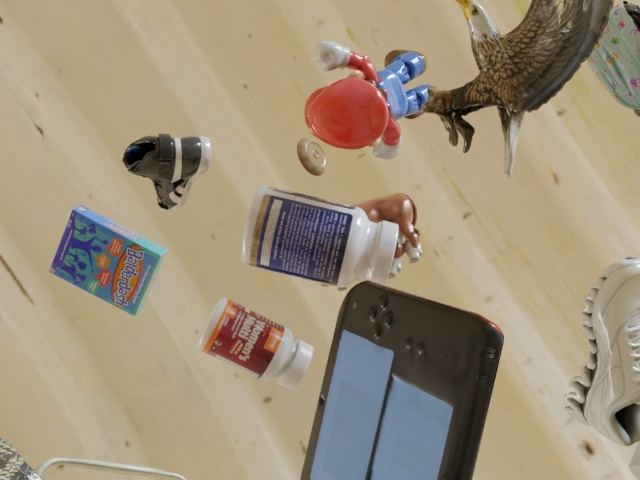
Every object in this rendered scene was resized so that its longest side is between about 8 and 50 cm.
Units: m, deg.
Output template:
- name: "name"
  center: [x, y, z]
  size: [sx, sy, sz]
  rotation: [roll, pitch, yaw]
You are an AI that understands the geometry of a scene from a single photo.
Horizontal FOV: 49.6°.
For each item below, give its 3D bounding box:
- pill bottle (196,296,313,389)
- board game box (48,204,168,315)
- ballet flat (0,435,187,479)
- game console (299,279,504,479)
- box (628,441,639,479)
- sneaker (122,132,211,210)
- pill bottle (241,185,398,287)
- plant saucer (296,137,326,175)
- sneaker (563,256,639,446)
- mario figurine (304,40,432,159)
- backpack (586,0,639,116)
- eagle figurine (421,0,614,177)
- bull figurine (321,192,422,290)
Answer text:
- name: "pill bottle"
  center: [-0.134, 0.216, 1.434]
  size: [0.221, 0.121, 0.121]
  rotation: [27, -55, -8]
- name: "board game box"
  center: [-0.452, 0.044, 1.476]
  size: [0.160, 0.210, 0.047]
  rotation: [-63, 0, 18]
- name: "ballet flat"
  center: [-0.161, 0.339, 0.720]
  size: [0.483, 0.182, 0.164]
  rotation: [33, -43, -15]
- name: "game console"
  center: [0.083, 0.259, 0.911]
  size: [0.060, 0.342, 0.386]
  rotation: [12, -90, -22]
- name: "box"
  center: [0.578, 0.299, 0.999]
  size: [0.181, 0.119, 0.182]
  rotation: [-45, 8, -37]
- name: "sneaker"
  center: [-0.269, -0.116, 1.136]
  size: [0.121, 0.079, 0.217]
  rotation: [4, -23, -28]
- name: "pill bottle"
  center: [0.000, 0.000, 1.263]
  size: [0.265, 0.153, 0.153]
  rotation: [13, -41, 2]
- name: "plant saucer"
  center: [-0.013, -0.171, 1.399]
  size: [0.015, 0.083, 0.083]
  rotation: [-24, -26, 38]
- name: "sneaker"
  center: [0.441, 0.164, 0.998]
  size: [0.110, 0.118, 0.292]
  rotation: [-8, -65, -16]
- name: "mario figurine"
  center: [0.070, -0.243, 1.209]
  size: [0.320, 0.198, 0.170]
  rotation: [-33, -17, -49]
- name: "backpack"
  center: [0.501, -0.288, 1.110]
  size: [0.115, 0.182, 0.152]
  rotation: [-36, 10, 24]
- name: "eagle figurine"
  center: [0.269, -0.257, 0.919]
  size: [0.298, 0.226, 0.225]
  rotation: [-34, -40, 20]
- name: "bull figurine"
  center: [0.055, -0.003, 1.406]
  size: [0.311, 0.188, 0.101]
  rotation: [-17, -23, 2]
